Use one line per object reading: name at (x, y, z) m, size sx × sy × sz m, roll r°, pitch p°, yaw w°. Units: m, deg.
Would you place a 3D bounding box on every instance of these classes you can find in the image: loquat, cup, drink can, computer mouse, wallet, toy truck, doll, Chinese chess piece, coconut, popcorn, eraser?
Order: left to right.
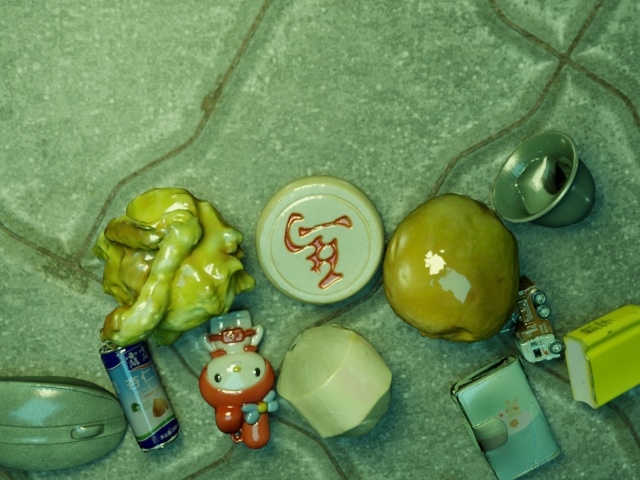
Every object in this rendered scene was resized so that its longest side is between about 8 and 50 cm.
computer mouse at (-0.605, 0.384, 1.190) m, size 0.373 × 0.114 × 0.203 m, roll 5°, pitch 98°, yaw -5°
drink can at (-0.381, 0.321, 1.200) m, size 0.097 × 0.097 × 0.235 m, roll -18°, pitch 100°, yaw 0°
popcorn at (-0.283, 0.060, 1.088) m, size 0.289 × 0.321 × 0.326 m, roll -14°, pitch 118°, yaw -17°
doll at (-0.173, 0.295, 1.187) m, size 0.160 × 0.130 × 0.291 m, roll -6°, pitch 85°, yaw -15°
Chinese chess piece at (0.000, 0.000, 1.160) m, size 0.273 × 0.102 × 0.273 m, roll -1°, pitch 100°, yaw -3°
coconut at (0.025, 0.278, 1.153) m, size 0.241 × 0.241 × 0.241 m, roll 0°, pitch 100°, yaw -3°
loquat at (0.261, 0.056, 1.109) m, size 0.276 × 0.276 × 0.284 m, roll 25°, pitch 95°, yaw -7°
wallet at (0.412, 0.398, 1.262) m, size 0.176 × 0.075 × 0.251 m, roll -27°, pitch 99°, yaw -2°
toy truck at (0.440, 0.180, 1.224) m, size 0.115 × 0.080 × 0.178 m, roll -23°, pitch 99°, yaw 6°
cup at (0.475, -0.099, 1.143) m, size 0.150 × 0.199 × 0.199 m, roll 25°, pitch 98°, yaw -25°
eraser at (0.629, 0.243, 1.213) m, size 0.226 × 0.069 × 0.158 m, roll -19°, pitch 103°, yaw -21°
